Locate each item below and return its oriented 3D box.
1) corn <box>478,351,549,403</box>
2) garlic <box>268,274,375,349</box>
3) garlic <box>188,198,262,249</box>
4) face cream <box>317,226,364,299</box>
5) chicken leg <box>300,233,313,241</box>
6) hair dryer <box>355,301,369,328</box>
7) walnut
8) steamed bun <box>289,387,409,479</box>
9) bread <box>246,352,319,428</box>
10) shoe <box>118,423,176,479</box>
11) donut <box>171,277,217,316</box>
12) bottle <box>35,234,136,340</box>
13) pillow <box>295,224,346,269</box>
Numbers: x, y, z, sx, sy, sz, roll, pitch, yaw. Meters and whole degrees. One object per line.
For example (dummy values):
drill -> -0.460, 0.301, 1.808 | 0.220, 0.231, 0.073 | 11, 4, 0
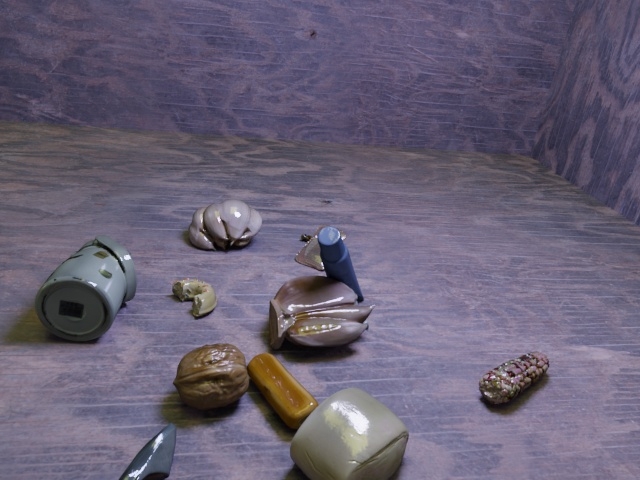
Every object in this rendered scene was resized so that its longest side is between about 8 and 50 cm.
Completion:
corn -> 0.548, 0.381, 1.460 | 0.280, 0.092, 0.092 | -10, 32, -40
garlic -> -0.014, 0.217, 1.569 | 0.325, 0.132, 0.279 | -5, 43, -22
garlic -> -0.362, -0.063, 1.989 | 0.281, 0.185, 0.203 | 0, 44, -15
face cream -> 0.057, 0.085, 1.652 | 0.135, 0.385, 0.086 | 19, 65, 22
chicken leg -> 0.000, 0.000, 2.090 | 0.178, 0.070, 0.093 | 11, 32, 24
hair dryer -> 0.105, 0.240, 1.670 | 0.082, 0.047, 0.137 | -16, 42, -36
walnut -> -0.269, 0.333, 1.275 | 0.184, 0.155, 0.155 | -8, 31, -23
steamed bun -> 0.075, 0.438, 1.145 | 0.200, 0.155, 0.250 | 29, 37, 36
bread -> -0.098, 0.377, 1.310 | 0.092, 0.074, 0.239 | -27, 39, -24
shoe -> -0.352, 0.472, 1.086 | 0.078, 0.079, 0.195 | 47, 23, -1
donut -> -0.387, 0.171, 1.650 | 0.108, 0.065, 0.166 | -17, 36, -40
bottle -> -0.663, 0.119, 1.541 | 0.229, 0.229, 0.352 | 4, 24, -6
pillow -> 0.004, 0.023, 2.002 | 0.135, 0.034, 0.211 | 18, 54, 25
